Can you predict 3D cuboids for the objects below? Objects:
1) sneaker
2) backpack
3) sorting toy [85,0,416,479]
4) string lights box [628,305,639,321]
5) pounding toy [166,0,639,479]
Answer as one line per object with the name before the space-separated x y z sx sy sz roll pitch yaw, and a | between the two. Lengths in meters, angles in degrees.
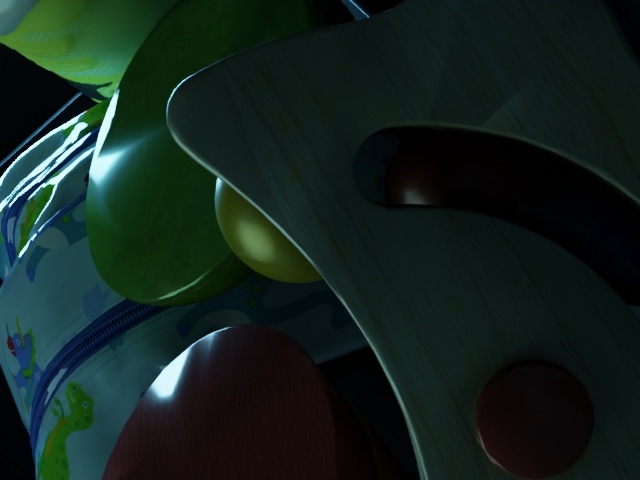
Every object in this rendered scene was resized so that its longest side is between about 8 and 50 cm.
sneaker | -0.047 -0.107 0.893 0.147 0.145 0.384 50 -167 11
backpack | -0.002 0.067 0.854 0.355 0.290 0.273 10 -125 -67
sorting toy | 0.000 0.000 0.655 0.126 0.127 0.365 24 -134 -35
string lights box | 0.204 0.143 0.744 0.260 0.077 0.133 48 -179 -28
pounding toy | 0.065 0.054 0.504 0.269 0.154 0.155 49 -179 -1
